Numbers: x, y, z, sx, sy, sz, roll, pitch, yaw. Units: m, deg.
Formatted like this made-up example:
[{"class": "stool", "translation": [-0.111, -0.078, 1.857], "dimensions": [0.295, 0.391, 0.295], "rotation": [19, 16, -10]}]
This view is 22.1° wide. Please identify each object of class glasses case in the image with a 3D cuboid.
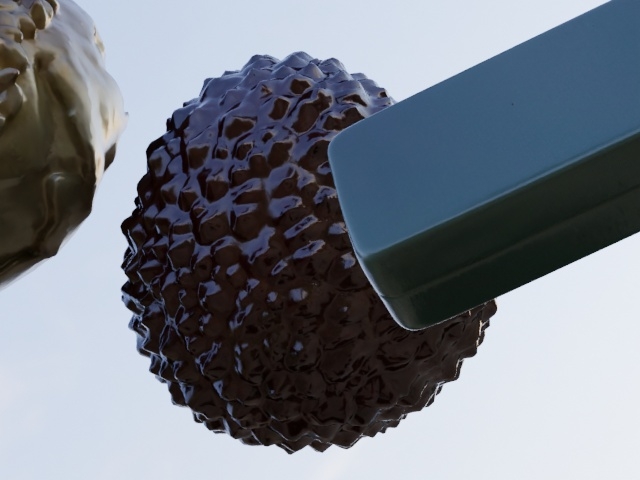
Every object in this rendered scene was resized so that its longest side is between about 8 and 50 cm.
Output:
[{"class": "glasses case", "translation": [0.096, -0.040, 0.547], "dimensions": [0.184, 0.077, 0.039], "rotation": [-25, -53, 8]}]

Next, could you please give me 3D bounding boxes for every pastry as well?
[{"class": "pastry", "translation": [-0.346, -0.076, 1.206], "dimensions": [0.410, 0.409, 0.245], "rotation": [-28, -59, -13]}]

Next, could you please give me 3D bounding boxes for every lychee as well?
[{"class": "lychee", "translation": [0.000, 0.000, 1.103], "dimensions": [0.300, 0.264, 0.264], "rotation": [-51, -20, -22]}]
